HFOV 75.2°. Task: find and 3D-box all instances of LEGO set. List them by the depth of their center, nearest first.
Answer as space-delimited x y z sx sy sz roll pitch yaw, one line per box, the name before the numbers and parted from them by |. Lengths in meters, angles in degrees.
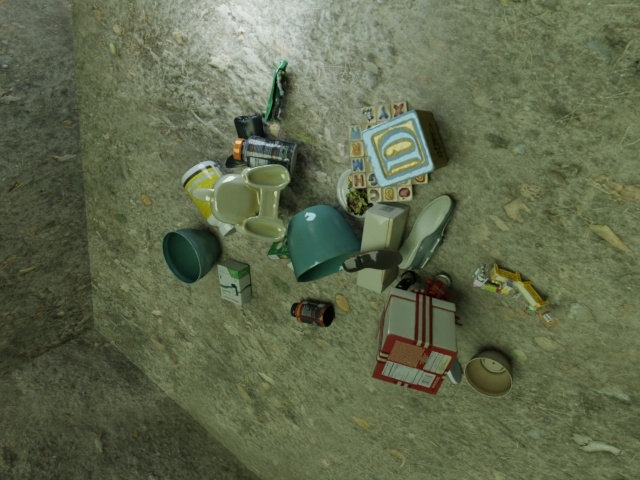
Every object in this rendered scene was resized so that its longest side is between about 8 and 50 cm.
LEGO set | 0.633 0.186 1.375 0.287 0.132 0.107 35 135 11

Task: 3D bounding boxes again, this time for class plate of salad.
plate of salad | 0.144 -0.179 1.607 0.200 0.048 0.199 14 118 29

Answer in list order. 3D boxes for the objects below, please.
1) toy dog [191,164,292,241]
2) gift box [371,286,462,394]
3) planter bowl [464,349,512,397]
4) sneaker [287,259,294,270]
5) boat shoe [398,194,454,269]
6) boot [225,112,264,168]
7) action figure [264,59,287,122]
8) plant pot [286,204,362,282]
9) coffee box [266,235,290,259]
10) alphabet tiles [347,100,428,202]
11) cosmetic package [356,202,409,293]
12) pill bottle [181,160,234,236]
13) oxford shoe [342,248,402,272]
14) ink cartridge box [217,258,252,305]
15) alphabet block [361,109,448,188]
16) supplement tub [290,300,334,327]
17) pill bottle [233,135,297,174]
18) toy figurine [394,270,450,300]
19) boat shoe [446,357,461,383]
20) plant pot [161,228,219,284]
toy dog | -0.307 -0.146 1.710 0.408 0.396 0.284 -151 57 -78
gift box | 0.328 0.335 1.399 0.276 0.258 0.255 18 125 1
planter bowl | 0.619 0.469 1.511 0.162 0.109 0.162 14 117 30
sneaker | -0.056 0.091 1.863 0.094 0.080 0.212 48 136 -8
boat shoe | 0.392 -0.019 1.490 0.099 0.116 0.319 16 121 -21
boot | -0.334 -0.431 1.805 0.247 0.094 0.207 -4 111 30
action figure | -0.163 -0.580 1.621 0.064 0.137 0.232 13 111 5
plant pot | 0.000 0.000 1.646 0.293 0.293 0.235 -35 70 40
coffee box | -0.145 0.031 1.864 0.184 0.113 0.040 -7 135 36
alphabet tiles | 0.235 -0.305 1.473 0.285 0.011 0.342 0 104 29
cosmetic package | 0.232 0.021 1.561 0.113 0.160 0.309 19 121 28
pill bottle | -0.491 -0.191 1.965 0.188 0.188 0.334 -36 86 40
oxford shoe | 0.186 0.062 1.470 0.212 0.076 0.076 -6 105 19
ink cartridge box | -0.449 0.219 2.182 0.153 0.087 0.208 13 118 32
alphabet block | 0.274 -0.293 1.333 0.192 0.197 0.193 -15 96 30
supplement tub | -0.043 0.336 1.931 0.198 0.106 0.106 5 112 34
pill bottle | -0.223 -0.350 1.684 0.246 0.130 0.130 11 119 2
toy figurine | 0.386 0.228 1.559 0.213 0.148 0.209 -1 115 34
boat shoe | 0.473 0.458 1.635 0.076 0.080 0.228 -28 91 46
plant pot | -0.660 0.059 2.192 0.293 0.196 0.293 15 118 31
